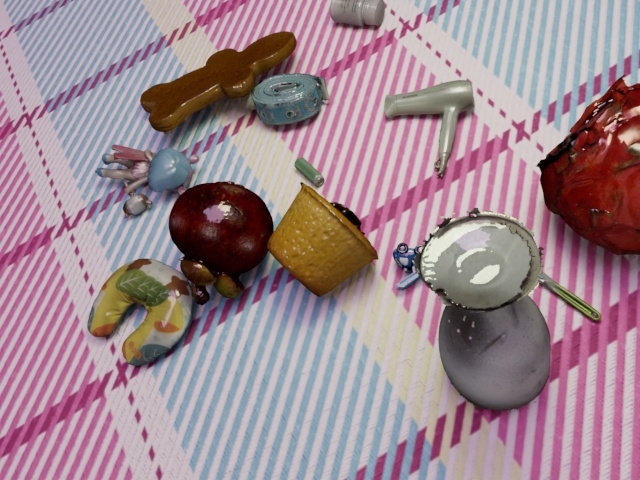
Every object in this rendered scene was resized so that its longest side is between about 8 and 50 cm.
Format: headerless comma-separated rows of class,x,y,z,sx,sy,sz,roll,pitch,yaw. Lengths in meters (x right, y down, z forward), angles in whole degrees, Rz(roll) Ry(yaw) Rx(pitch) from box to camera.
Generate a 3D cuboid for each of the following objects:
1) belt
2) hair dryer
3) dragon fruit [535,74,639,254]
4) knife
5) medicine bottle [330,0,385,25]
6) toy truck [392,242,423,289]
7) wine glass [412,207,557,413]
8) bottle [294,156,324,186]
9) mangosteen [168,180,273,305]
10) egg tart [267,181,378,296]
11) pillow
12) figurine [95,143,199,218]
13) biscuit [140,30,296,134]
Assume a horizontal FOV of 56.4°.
belt,-0.081,-0.343,1.459,0.163,0.082,0.147,22,59,34
hair dryer,0.245,-0.245,1.342,0.206,0.075,0.237,-6,67,19
dragon fruit,0.553,-0.125,1.054,0.302,0.295,0.295,36,74,26
knife,0.439,0.089,1.111,0.184,0.026,0.022,41,116,28
medicine bottle,0.098,-0.608,1.569,0.130,0.080,0.080,17,66,22
toy truck,0.176,0.054,1.183,0.073,0.056,0.090,7,75,11
wine glass,0.267,0.127,0.946,0.190,0.357,0.190,-13,48,15
bottle,-0.025,-0.157,1.366,0.030,0.030,0.083,-39,60,-10
mangosteen,-0.207,0.007,1.224,0.215,0.215,0.257,7,83,18
egg tart,0.000,0.000,1.173,0.171,0.215,0.215,-46,60,-1
pillow,-0.373,0.145,1.257,0.233,0.086,0.214,30,82,24
figurine,-0.429,-0.155,1.425,0.260,0.103,0.205,9,63,18
biscuit,-0.248,-0.406,1.526,0.432,0.064,0.283,-29,38,-5
